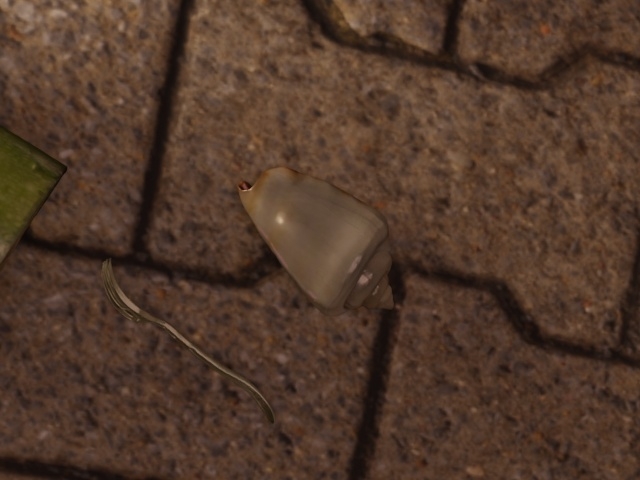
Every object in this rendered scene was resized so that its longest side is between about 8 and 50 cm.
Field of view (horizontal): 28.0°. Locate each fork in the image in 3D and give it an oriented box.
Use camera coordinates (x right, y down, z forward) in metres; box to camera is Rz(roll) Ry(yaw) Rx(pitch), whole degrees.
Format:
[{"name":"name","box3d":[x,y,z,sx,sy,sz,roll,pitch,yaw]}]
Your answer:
[{"name":"fork","box3d":[-0.125,0.100,1.191,0.219,0.034,0.028,43,57,-11]}]

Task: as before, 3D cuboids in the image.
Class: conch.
[{"name":"conch","box3d":[0.003,0.000,1.200,0.176,0.094,0.104,40,97,16]}]

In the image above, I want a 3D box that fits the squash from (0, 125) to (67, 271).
[{"name":"squash","box3d":[-0.431,-0.049,1.000,0.384,0.263,0.263,32,85,-12]}]
